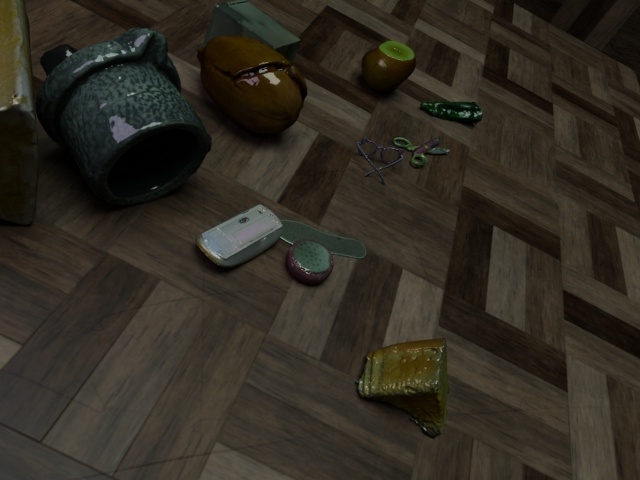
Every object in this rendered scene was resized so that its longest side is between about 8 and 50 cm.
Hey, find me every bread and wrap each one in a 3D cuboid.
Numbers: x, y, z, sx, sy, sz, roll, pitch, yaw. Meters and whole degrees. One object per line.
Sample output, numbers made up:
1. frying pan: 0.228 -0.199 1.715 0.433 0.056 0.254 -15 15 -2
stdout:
1. bread: 0.177 0.280 1.007 0.160 0.169 0.140 58 34 -32

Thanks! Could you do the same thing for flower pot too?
1. flower pot: -0.373 -0.258 1.024 0.299 0.299 0.282 -24 69 -40

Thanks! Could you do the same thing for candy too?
1. candy: -0.023 0.045 1.116 0.103 0.043 0.103 16 46 -18

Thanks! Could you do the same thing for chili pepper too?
1. chili pepper: 0.436 -0.447 1.787 0.227 0.059 0.088 3 46 -20

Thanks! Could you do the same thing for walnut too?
1. walnut: -0.187 -0.402 1.322 0.336 0.208 0.209 34 44 14

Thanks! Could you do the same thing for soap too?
1. soap: -0.575 -0.234 0.902 0.156 0.293 0.334 -1 51 -32

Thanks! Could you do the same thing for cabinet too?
1. cabinet: -0.192 -0.541 1.469 0.206 0.150 0.145 38 39 7

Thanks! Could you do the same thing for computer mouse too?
1. computer mouse: -0.165 -0.009 1.087 0.102 0.044 0.199 43 46 13

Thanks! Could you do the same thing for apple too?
1. apple: 0.213 -0.559 1.684 0.147 0.163 0.146 47 37 -5

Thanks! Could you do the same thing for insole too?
1. insole: 0.000 0.000 1.195 0.232 0.003 0.080 15 46 -15

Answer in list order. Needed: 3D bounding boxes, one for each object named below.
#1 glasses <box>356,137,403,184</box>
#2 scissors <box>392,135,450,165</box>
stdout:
1. glasses: 0.160 -0.211 1.425 0.140 0.062 0.103 16 47 -13
2. scissors: 0.313 -0.278 1.592 0.187 0.020 0.133 -14 55 -34
